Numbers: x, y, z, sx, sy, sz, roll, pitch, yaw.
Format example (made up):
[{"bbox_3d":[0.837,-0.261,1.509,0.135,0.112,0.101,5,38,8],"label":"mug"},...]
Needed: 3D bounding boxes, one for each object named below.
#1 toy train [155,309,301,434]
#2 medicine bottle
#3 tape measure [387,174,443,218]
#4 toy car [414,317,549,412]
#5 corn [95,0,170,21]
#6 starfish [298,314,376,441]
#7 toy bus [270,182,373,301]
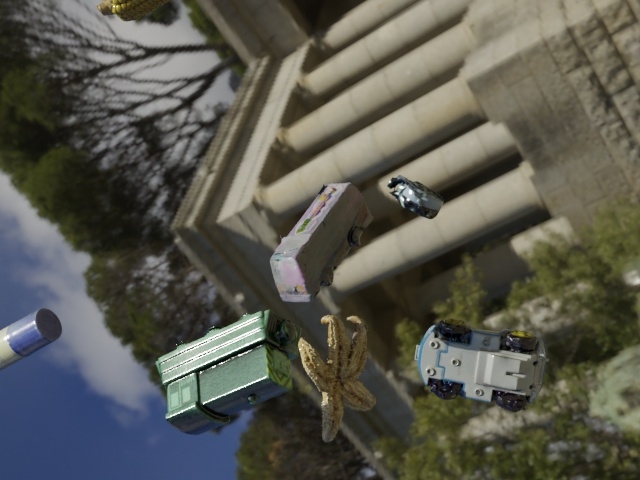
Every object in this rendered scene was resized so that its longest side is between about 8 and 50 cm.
[{"bbox_3d":[-0.183,0.271,2.003,0.138,0.330,0.178,37,-144,-46],"label":"toy train"},{"bbox_3d":[-0.516,0.179,1.586,0.059,0.231,0.059,45,-150,-35],"label":"medicine bottle"},{"bbox_3d":[0.181,-0.078,1.828,0.091,0.054,0.094,15,-161,-44],"label":"tape measure"},{"bbox_3d":[0.390,0.289,2.387,0.166,0.314,0.198,-26,-57,-73],"label":"toy car"},{"bbox_3d":[-0.359,-0.595,2.215,0.119,0.322,0.119,54,171,12],"label":"corn"},{"bbox_3d":[0.038,0.253,1.785,0.216,0.071,0.238,14,-86,-36],"label":"starfish"},{"bbox_3d":[0.000,0.000,2.266,0.317,0.112,0.138,-54,-50,-41],"label":"toy bus"}]
